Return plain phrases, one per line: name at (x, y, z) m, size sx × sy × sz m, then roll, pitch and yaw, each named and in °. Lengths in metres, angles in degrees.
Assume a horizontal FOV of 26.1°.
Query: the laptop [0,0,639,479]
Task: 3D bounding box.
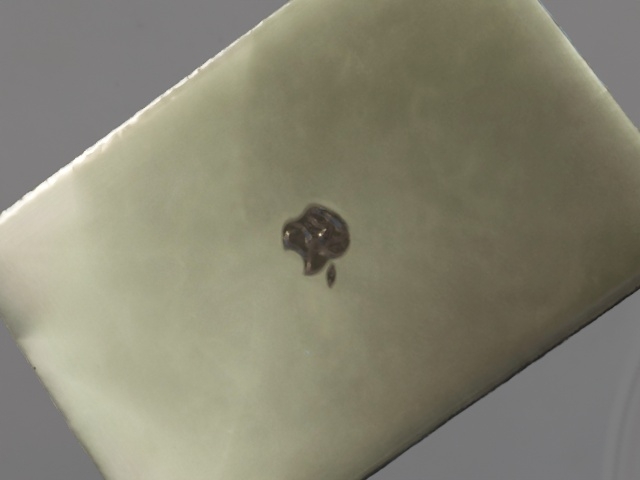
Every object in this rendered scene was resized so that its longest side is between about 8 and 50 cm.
laptop at (0.000, 0.000, 0.582) m, size 0.269 × 0.187 × 0.015 m, roll -36°, pitch -12°, yaw 3°
